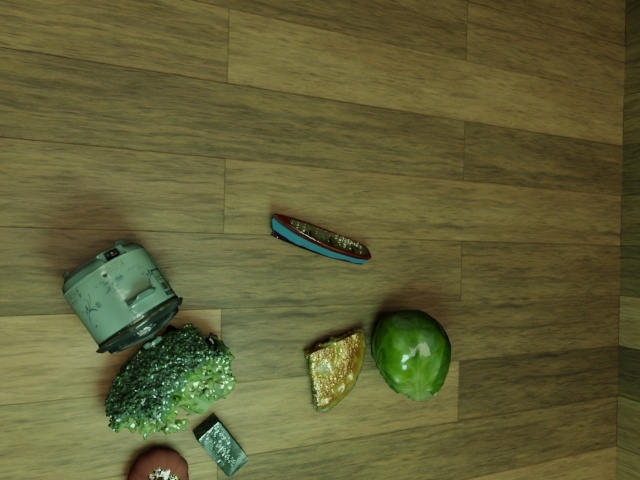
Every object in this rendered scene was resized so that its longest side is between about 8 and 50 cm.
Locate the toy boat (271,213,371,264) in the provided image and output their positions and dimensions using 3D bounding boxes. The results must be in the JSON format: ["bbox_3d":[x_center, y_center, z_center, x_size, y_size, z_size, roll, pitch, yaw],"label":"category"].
[{"bbox_3d":[0.000,0.000,1.704,0.392,0.136,0.079,18,114,-24],"label":"toy boat"}]

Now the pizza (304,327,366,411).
[{"bbox_3d":[0.040,0.441,1.734,0.226,0.086,0.335,34,75,-16],"label":"pizza"}]

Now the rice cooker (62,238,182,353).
[{"bbox_3d":[-0.543,0.169,1.361,0.264,0.317,0.316,-34,105,-45],"label":"rice cooker"}]

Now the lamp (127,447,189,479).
[{"bbox_3d":[-0.487,0.723,1.469,0.182,0.140,0.182,-2,96,-24],"label":"lamp"}]

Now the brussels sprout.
[{"bbox_3d":[0.333,0.415,1.760,0.282,0.289,0.354,-17,110,-10],"label":"brussels sprout"}]

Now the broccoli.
[{"bbox_3d":[-0.429,0.414,1.431,0.318,0.277,0.338,17,92,-43],"label":"broccoli"}]

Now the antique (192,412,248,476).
[{"bbox_3d":[-0.318,0.664,1.572,0.088,0.086,0.183,-39,105,-18],"label":"antique"}]
